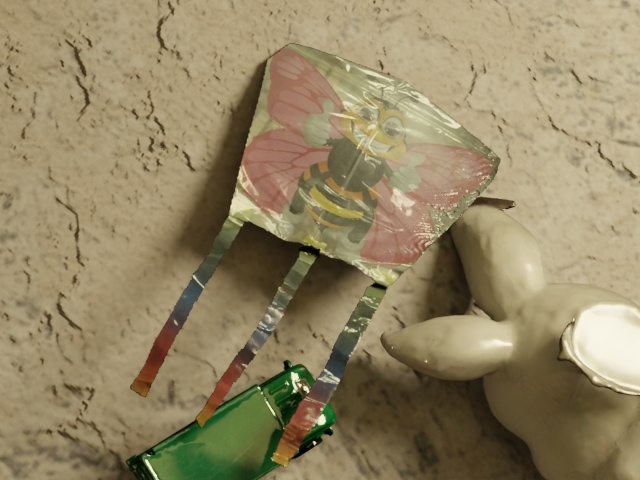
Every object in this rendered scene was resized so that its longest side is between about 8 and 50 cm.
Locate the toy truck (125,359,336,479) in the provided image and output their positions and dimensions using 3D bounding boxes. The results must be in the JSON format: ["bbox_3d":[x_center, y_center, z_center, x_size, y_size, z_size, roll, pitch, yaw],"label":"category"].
[{"bbox_3d":[-0.059,0.144,1.060,0.147,0.079,0.065,-30,84,-23],"label":"toy truck"}]

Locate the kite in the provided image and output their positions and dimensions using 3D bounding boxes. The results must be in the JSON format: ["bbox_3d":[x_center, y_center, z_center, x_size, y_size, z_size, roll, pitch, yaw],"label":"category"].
[{"bbox_3d":[0.001,-0.002,1.101,0.204,0.022,0.360,27,55,-1],"label":"kite"}]

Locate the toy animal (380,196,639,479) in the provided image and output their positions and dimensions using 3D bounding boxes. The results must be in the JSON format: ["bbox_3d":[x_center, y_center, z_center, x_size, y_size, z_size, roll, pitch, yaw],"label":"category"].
[{"bbox_3d":[0.223,0.094,1.115,0.325,0.154,0.208,33,58,4],"label":"toy animal"}]
